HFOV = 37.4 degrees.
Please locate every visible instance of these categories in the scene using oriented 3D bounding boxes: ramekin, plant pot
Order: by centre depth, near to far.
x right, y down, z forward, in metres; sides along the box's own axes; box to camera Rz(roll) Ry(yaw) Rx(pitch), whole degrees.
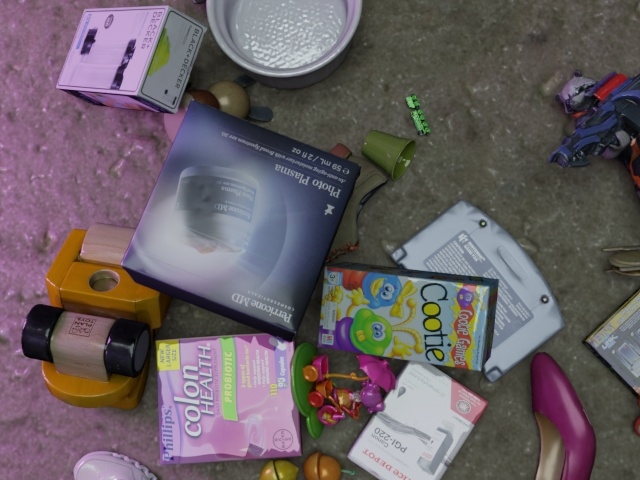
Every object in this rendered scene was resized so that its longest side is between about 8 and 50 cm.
[{"bbox_3d":[0.120,-0.164,1.730,0.079,0.083,0.083,30,86,20],"label":"plant pot"},{"bbox_3d":[-0.061,-0.412,1.736,0.277,0.135,0.277,-1,81,3],"label":"ramekin"}]

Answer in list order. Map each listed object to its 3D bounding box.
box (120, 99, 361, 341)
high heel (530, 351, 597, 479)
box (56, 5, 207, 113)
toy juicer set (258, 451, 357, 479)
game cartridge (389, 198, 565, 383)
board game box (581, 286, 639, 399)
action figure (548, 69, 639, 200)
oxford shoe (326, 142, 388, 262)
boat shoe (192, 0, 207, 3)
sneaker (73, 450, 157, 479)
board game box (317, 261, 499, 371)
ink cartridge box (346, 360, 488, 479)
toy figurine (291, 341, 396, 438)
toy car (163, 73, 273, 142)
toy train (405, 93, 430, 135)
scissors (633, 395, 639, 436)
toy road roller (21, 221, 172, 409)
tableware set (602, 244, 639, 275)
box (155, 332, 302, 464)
[{"bbox_3d":[-0.124,-0.025,1.542,0.296,0.183,0.293,21,80,0],"label":"box"},{"bbox_3d":[0.377,0.388,1.607,0.181,0.127,0.377,-16,85,-9],"label":"high heel"},{"bbox_3d":[-0.342,-0.326,1.692,0.290,0.087,0.169,15,84,46],"label":"box"},{"bbox_3d":[-0.044,0.462,1.568,0.329,0.089,0.209,-24,71,-41],"label":"toy juicer set"},{"bbox_3d":[0.289,0.081,1.695,0.196,0.060,0.294,-38,82,3],"label":"game cartridge"},{"bbox_3d":[0.573,0.172,1.664,0.170,0.048,0.141,-42,80,-1],"label":"board game box"},{"bbox_3d":[0.518,-0.148,1.649,0.341,0.178,0.330,-28,76,-25],"label":"action figure"},{"bbox_3d":[0.000,0.000,1.692,0.130,0.123,0.348,29,86,5],"label":"oxford shoe"},{"bbox_3d":[-0.287,-0.567,1.793,0.091,0.109,0.304,-25,76,2],"label":"boat shoe"},{"bbox_3d":[-0.317,0.476,1.660,0.292,0.118,0.110,36,89,9],"label":"sneaker"},{"bbox_3d":[0.151,0.124,1.611,0.276,0.144,0.142,6,94,17],"label":"board game box"},{"bbox_3d":[0.169,0.329,1.654,0.159,0.092,0.217,33,88,8],"label":"ink cartridge box"},{"bbox_3d":[0.051,0.255,1.616,0.159,0.130,0.173,-6,101,21],"label":"toy figurine"},{"bbox_3d":[-0.187,-0.243,1.754,0.188,0.149,0.155,-25,85,-28],"label":"toy car"},{"bbox_3d":[0.180,-0.232,1.759,0.024,0.017,0.083,-22,82,11],"label":"toy train"},{"bbox_3d":[0.683,0.332,1.621,0.297,0.021,0.109,16,123,6],"label":"scissors"},{"bbox_3d":[-0.378,0.151,1.689,0.203,0.240,0.329,10,47,6],"label":"toy road roller"},{"bbox_3d":[0.601,0.042,1.648,0.194,0.128,0.039,-4,106,4],"label":"tableware set"},{"bbox_3d":[-0.158,0.274,1.661,0.243,0.117,0.213,-3,83,-1],"label":"box"}]
